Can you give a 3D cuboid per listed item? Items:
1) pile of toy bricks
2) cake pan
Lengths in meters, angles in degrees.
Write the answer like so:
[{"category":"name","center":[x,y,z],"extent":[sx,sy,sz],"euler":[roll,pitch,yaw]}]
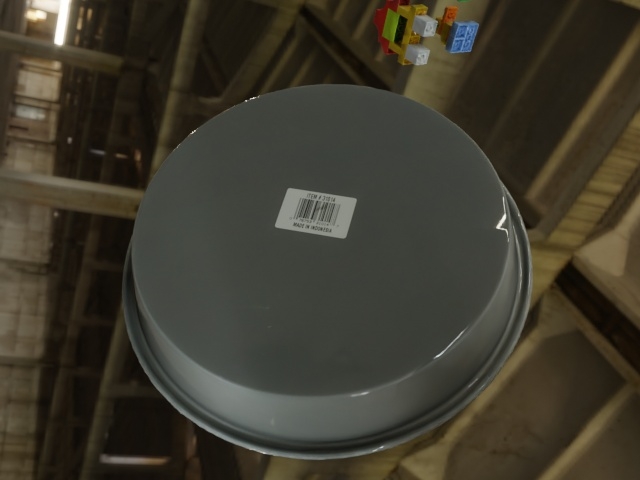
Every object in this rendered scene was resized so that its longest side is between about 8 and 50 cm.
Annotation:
[{"category":"pile of toy bricks","center":[0.123,-0.298,0.816],"extent":[0.105,0.118,0.212],"euler":[44,-45,38]},{"category":"cake pan","center":[0.000,0.000,0.545],"extent":[0.054,0.293,0.293],"euler":[81,2,-56]}]
